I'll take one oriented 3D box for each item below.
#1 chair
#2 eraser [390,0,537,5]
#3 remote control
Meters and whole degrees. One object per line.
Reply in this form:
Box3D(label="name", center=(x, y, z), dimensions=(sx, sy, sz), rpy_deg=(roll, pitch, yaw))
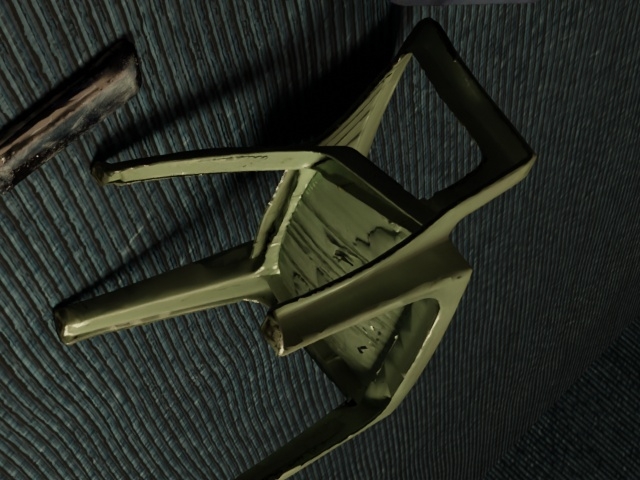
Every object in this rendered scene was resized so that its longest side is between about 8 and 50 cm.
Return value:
Box3D(label="chair", center=(0.000, 0.000, 0.893), dimensions=(0.275, 0.190, 0.203), rpy_deg=(-21, 150, -39))
Box3D(label="eraser", center=(0.104, -0.184, 0.941), dimensions=(0.225, 0.036, 0.082), rpy_deg=(-15, 140, -58))
Box3D(label="remote control", center=(-0.120, -0.056, 0.735), dimensions=(0.096, 0.014, 0.039), rpy_deg=(-40, 160, -19))
